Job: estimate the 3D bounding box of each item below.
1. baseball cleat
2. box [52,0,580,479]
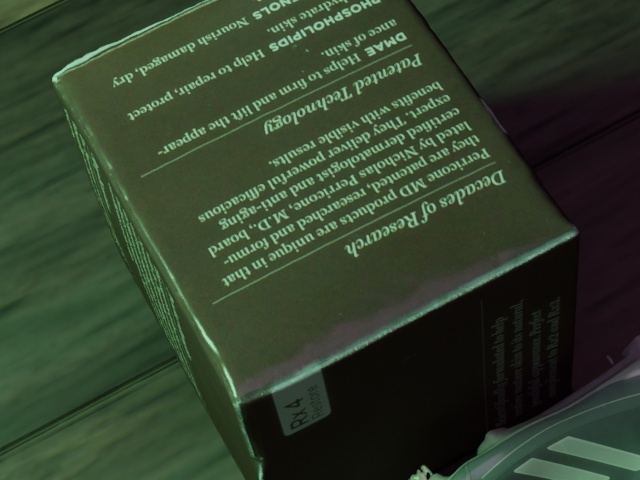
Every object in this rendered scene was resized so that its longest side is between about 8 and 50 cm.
[{"bbox_3d":[0.128,0.119,0.803,0.206,0.072,0.109,-35,68,-9],"label":"baseball cleat"},{"bbox_3d":[0.000,0.000,0.830,0.167,0.168,0.203,-27,60,-10],"label":"box"}]
